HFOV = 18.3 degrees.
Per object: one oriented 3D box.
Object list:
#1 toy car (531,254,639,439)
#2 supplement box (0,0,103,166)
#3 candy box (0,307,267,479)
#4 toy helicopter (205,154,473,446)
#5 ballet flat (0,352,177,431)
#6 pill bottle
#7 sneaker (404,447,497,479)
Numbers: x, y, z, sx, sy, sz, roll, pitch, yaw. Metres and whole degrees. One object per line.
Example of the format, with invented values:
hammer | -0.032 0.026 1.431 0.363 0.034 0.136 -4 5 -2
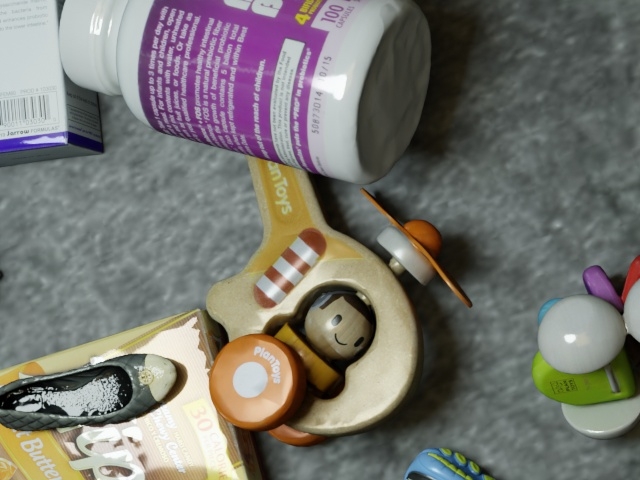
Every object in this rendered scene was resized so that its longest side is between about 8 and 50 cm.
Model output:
toy car | 0.267 0.076 1.720 0.182 0.159 0.136 -18 49 10
supplement box | -0.279 -0.186 1.844 0.111 0.114 0.220 -6 86 11
candy box | -0.223 0.195 1.819 0.316 0.087 0.183 -18 82 9
toy helicopter | 0.000 0.000 1.774 0.235 0.140 0.355 -22 70 15
ballet flat | -0.210 0.138 1.751 0.173 0.049 0.057 -14 80 9
pill bottle | -0.070 -0.162 1.729 0.302 0.169 0.169 16 89 22
sneaker | 0.152 0.262 1.765 0.188 0.067 0.078 37 115 9
